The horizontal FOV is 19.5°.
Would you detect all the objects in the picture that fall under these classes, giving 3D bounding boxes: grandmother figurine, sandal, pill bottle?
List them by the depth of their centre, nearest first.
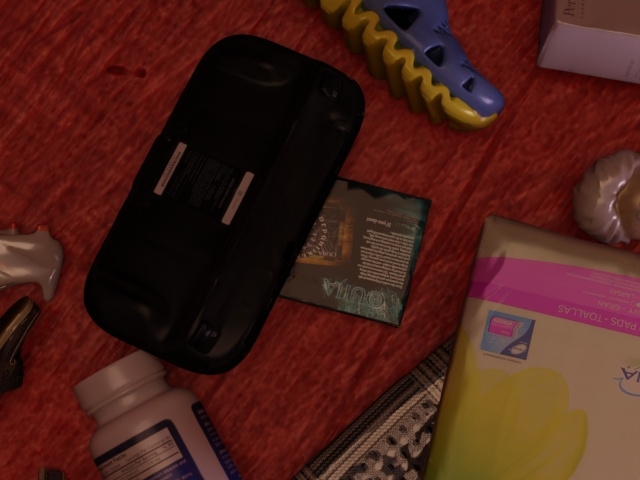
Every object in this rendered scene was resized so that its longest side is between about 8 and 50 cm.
[{"bbox_3d":[-0.145,0.197,1.699,0.112,0.112,0.187,-28,85,-2],"label":"pill bottle"},{"bbox_3d":[0.064,-0.236,1.725,0.138,0.126,0.317,-42,90,-7],"label":"sandal"},{"bbox_3d":[0.402,-0.023,1.729,0.342,0.104,0.208,8,78,-3],"label":"grandmother figurine"}]

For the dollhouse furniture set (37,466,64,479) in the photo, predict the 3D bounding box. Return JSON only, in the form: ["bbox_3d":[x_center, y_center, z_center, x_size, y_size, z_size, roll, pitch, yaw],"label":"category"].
[{"bbox_3d":[-0.198,0.244,1.712,0.114,0.081,0.091,10,52,-20],"label":"dollhouse furniture set"}]

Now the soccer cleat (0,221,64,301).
[{"bbox_3d":[-0.337,0.018,1.731,0.196,0.068,0.076,4,90,-3],"label":"soccer cleat"}]

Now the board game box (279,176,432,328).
[{"bbox_3d":[0.000,0.000,1.755,0.186,0.026,0.126,15,86,0],"label":"board game box"}]

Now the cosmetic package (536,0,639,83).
[{"bbox_3d":[0.324,-0.209,1.728,0.231,0.085,0.117,9,63,-2],"label":"cosmetic package"}]

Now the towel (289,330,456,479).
[{"bbox_3d":[0.143,0.284,1.729,0.312,0.056,0.324,-42,89,-3],"label":"towel"}]

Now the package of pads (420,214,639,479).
[{"bbox_3d":[0.222,0.147,1.665,0.229,0.101,0.297,14,87,3],"label":"package of pads"}]

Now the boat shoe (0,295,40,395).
[{"bbox_3d":[-0.298,0.120,1.730,0.049,0.056,0.152,32,105,-14],"label":"boat shoe"}]

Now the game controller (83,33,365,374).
[{"bbox_3d":[-0.087,-0.039,1.711,0.166,0.067,0.319,22,73,17],"label":"game controller"}]
